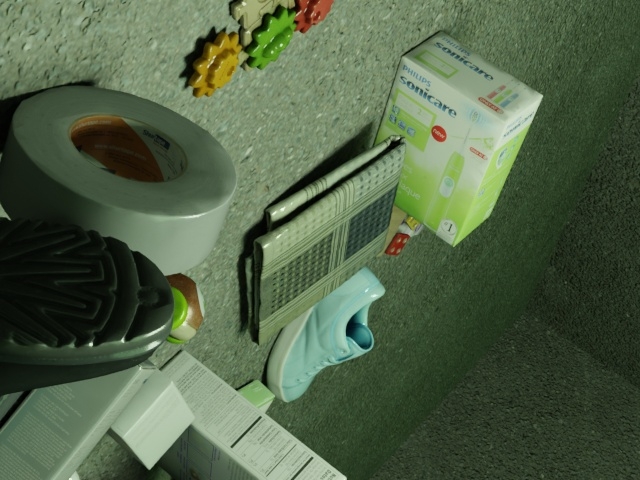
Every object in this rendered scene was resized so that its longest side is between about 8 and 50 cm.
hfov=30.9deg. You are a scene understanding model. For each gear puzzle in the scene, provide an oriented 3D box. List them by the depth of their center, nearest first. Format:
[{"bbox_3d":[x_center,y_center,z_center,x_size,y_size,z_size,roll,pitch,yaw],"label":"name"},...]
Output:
[{"bbox_3d":[-0.034,-0.284,1.368,0.339,0.044,0.175,-45,160,-25],"label":"gear puzzle"}]

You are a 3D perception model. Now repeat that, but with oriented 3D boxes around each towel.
[{"bbox_3d":[0.000,0.000,1.893,0.324,0.056,0.312,-36,156,-26],"label":"towel"}]

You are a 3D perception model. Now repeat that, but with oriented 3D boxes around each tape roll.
[{"bbox_3d":[-0.193,-0.061,1.104,0.219,0.219,0.072,-27,148,-53],"label":"tape roll"}]

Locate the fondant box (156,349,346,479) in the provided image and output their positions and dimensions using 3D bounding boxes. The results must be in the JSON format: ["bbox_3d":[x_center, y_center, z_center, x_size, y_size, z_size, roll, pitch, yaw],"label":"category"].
[{"bbox_3d":[-0.128,0.352,1.814,0.096,0.330,0.238,-42,159,-31],"label":"fondant box"}]

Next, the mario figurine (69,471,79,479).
[{"bbox_3d":[-0.404,0.405,1.638,0.320,0.170,0.198,45,45,-82],"label":"mario figurine"}]

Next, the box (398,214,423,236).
[{"bbox_3d":[0.229,-0.156,2.191,0.324,0.067,0.063,-60,160,21],"label":"box"}]

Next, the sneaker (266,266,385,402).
[{"bbox_3d":[0.012,0.192,2.150,0.135,0.150,0.366,-31,151,-47],"label":"sneaker"}]

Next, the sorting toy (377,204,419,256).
[{"bbox_3d":[0.099,-0.037,2.094,0.274,0.046,0.132,2,123,-57],"label":"sorting toy"}]

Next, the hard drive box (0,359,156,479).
[{"bbox_3d":[-0.316,0.222,1.438,0.232,0.089,0.181,-51,178,-7],"label":"hard drive box"}]

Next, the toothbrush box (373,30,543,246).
[{"bbox_3d":[0.211,-0.165,1.914,0.122,0.206,0.283,-37,156,-40],"label":"toothbrush box"}]

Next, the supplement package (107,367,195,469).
[{"bbox_3d":[-0.262,0.234,1.635,0.105,0.105,0.179,-49,160,-17],"label":"supplement package"}]

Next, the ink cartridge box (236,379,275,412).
[{"bbox_3d":[-0.191,0.383,2.146,0.171,0.056,0.235,-24,148,-55],"label":"ink cartridge box"}]

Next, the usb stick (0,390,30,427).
[{"bbox_3d":[-0.389,0.199,1.360,0.278,0.045,0.077,-52,163,-6],"label":"usb stick"}]

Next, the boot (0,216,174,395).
[{"bbox_3d":[-0.340,0.185,1.072,0.146,0.367,0.445,-97,-164,-47],"label":"boot"}]

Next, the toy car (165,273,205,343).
[{"bbox_3d":[-0.183,0.014,1.411,0.188,0.149,0.155,-63,175,-11],"label":"toy car"}]
